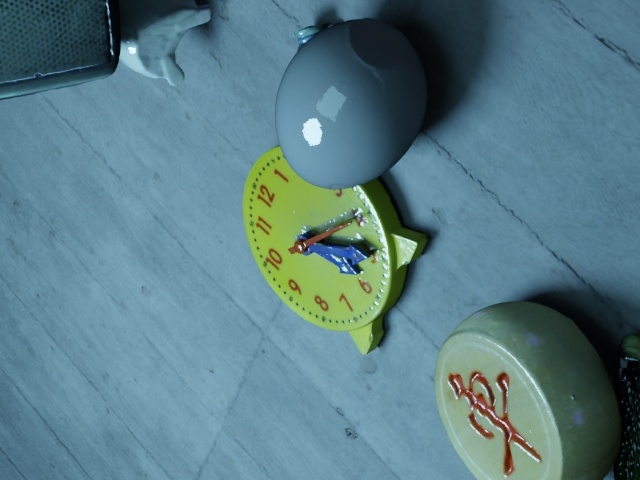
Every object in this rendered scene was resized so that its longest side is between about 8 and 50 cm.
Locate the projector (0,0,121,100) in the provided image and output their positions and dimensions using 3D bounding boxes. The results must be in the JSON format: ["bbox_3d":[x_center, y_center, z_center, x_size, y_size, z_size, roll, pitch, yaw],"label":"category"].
[{"bbox_3d":[-0.431,-0.443,1.438,0.395,0.242,0.405,-129,31,-48],"label":"projector"}]

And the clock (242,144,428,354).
[{"bbox_3d":[-0.004,0.001,1.545,0.293,0.071,0.277,38,133,27],"label":"clock"}]

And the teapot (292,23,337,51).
[{"bbox_3d":[0.001,-0.235,1.435,0.063,0.049,0.083,-4,106,47],"label":"teapot"}]

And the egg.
[{"bbox_3d":[0.033,-0.157,1.350,0.176,0.176,0.232,51,147,14],"label":"egg"}]

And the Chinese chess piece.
[{"bbox_3d":[0.240,0.196,1.336,0.251,0.097,0.251,38,138,45],"label":"Chinese chess piece"}]

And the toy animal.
[{"bbox_3d":[-0.264,-0.349,1.605,0.282,0.138,0.140,59,136,42],"label":"toy animal"}]

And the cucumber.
[{"bbox_3d":[0.361,0.197,1.283,0.058,0.058,0.187,16,121,40],"label":"cucumber"}]
